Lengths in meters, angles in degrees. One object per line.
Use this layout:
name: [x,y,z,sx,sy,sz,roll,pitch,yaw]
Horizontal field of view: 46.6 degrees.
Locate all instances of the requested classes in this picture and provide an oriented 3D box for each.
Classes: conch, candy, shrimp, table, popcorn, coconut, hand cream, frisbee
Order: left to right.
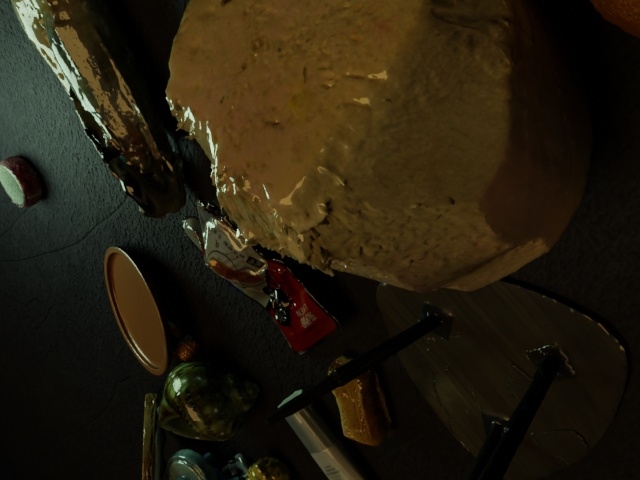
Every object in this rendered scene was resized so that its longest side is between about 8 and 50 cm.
candy: [-0.582,-0.113,1.438,0.103,0.043,0.103,26,135,30]
shrimp: [-0.327,-0.228,1.055,0.221,0.110,0.445,-20,100,56]
frisbee: [-0.331,0.126,1.344,0.251,0.021,0.250,33,135,42]
conch: [-0.194,0.284,1.293,0.182,0.124,0.187,10,149,30]
popcorn: [-0.095,0.421,1.339,0.084,0.084,0.084,26,134,30]
hand cream: [0.027,0.349,1.171,0.255,0.048,0.079,55,140,-3]
coconut: [0.060,-0.099,0.614,0.298,0.310,0.297,-10,73,34]
table: [0.139,0.202,0.786,0.317,0.249,0.317,26,135,30]

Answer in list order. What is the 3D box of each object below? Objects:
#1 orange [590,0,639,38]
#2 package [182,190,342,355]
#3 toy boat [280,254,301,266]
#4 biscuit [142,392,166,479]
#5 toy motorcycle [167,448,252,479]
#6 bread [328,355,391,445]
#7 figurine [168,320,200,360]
orange: [0.248,-0.198,0.418,0.206,0.206,0.206,26,134,30]
package: [-0.090,0.047,1.048,0.269,0.071,0.194,41,161,-1]
toy boat: [0.001,0.000,0.955,0.122,0.034,0.096,8,128,31]
biscuit: [-0.335,0.418,1.502,0.208,0.049,0.180,-121,33,-66]
toy motorcycle: [-0.227,0.562,1.451,0.241,0.182,0.319,50,136,36]
bread: [0.056,0.226,1.046,0.074,0.053,0.132,2,120,40]
figurine: [-0.262,0.173,1.337,0.109,0.047,0.064,43,170,22]
